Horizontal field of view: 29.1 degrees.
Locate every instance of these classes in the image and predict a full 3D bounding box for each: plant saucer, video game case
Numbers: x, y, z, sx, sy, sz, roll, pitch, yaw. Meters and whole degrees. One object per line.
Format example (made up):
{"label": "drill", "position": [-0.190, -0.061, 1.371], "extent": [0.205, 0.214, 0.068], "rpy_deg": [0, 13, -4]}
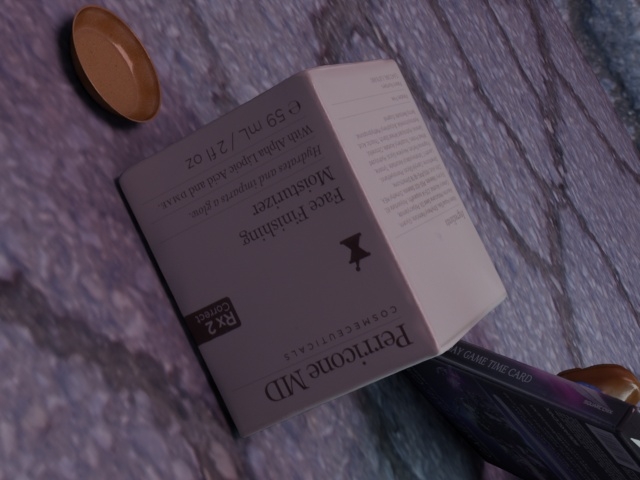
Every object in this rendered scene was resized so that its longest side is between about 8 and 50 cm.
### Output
{"label": "plant saucer", "position": [-0.135, -0.111, 0.792], "extent": [0.083, 0.015, 0.083], "rpy_deg": [44, 32, -38]}
{"label": "video game case", "position": [0.167, 0.145, 0.904], "extent": [0.026, 0.274, 0.196], "rpy_deg": [-50, 122, -13]}

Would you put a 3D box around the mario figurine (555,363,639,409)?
{"label": "mario figurine", "position": [0.268, 0.262, 1.048], "extent": [0.198, 0.170, 0.321], "rpy_deg": [52, 27, -29]}

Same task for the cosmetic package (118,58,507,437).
{"label": "cosmetic package", "position": [0.000, 0.000, 0.790], "extent": [0.184, 0.151, 0.151], "rpy_deg": [64, 26, 1]}
